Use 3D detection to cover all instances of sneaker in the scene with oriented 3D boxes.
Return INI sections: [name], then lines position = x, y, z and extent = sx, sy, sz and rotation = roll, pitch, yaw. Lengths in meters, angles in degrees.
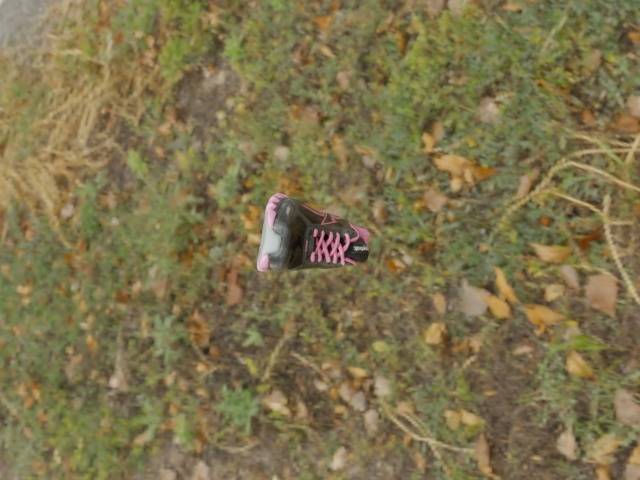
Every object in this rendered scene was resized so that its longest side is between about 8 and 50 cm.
[sneaker]
position = 0.000, 0.000, 0.593
extent = 0.057, 0.119, 0.047
rotation = 13, 96, 15
